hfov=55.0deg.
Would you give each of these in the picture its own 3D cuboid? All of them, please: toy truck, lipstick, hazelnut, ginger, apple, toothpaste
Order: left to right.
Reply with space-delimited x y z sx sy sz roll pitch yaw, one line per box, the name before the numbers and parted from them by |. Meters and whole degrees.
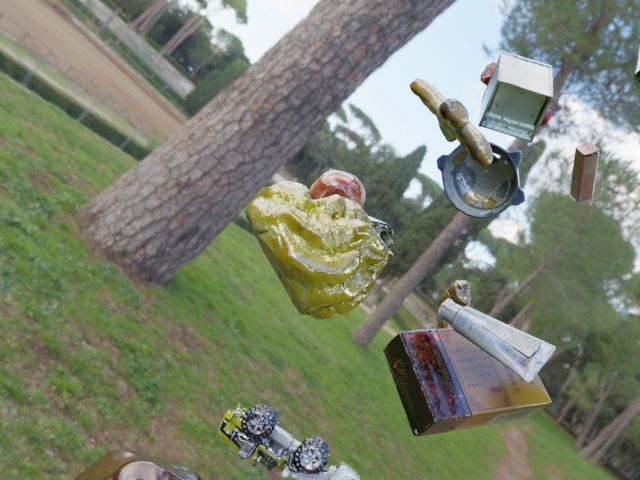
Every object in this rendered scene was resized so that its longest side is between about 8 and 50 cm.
hazelnut | -0.273 0.411 0.877 0.218 0.218 0.234 45 -11 15
toy truck | -0.062 0.408 1.182 0.286 0.111 0.136 30 -12 9
apple | 0.044 -0.110 1.589 0.146 0.146 0.131 44 19 -8
ginger | 0.415 0.277 1.941 0.107 0.309 0.133 12 -18 1
toothpaste | 0.430 0.240 1.550 0.299 0.114 0.073 30 -24 41
lipstick | 0.619 -0.456 1.939 0.280 0.073 0.073 29 9 -26
lipstick | 0.648 -0.166 1.509 0.045 0.045 0.145 -116 -171 -49

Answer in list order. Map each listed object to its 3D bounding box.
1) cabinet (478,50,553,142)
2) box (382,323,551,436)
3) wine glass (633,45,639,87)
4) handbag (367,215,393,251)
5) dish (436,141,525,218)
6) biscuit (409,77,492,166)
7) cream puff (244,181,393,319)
cabinet | 0.515 -0.377 1.628 0.145 0.150 0.206 19 39 5
box | 0.401 0.374 1.699 0.416 0.115 0.264 -1 55 -28
wine glass | 0.705 -0.403 1.256 0.093 0.202 0.093 23 -16 7
handbag | 0.027 -0.034 1.908 0.237 0.160 0.359 -3 17 -34
dish | 0.435 -0.173 1.595 0.236 0.228 0.086 51 37 13
biscuit | 0.258 -0.236 1.209 0.164 0.047 0.208 49 9 -26
cream puff | -0.001 -0.001 1.373 0.324 0.257 0.291 54 -14 50
